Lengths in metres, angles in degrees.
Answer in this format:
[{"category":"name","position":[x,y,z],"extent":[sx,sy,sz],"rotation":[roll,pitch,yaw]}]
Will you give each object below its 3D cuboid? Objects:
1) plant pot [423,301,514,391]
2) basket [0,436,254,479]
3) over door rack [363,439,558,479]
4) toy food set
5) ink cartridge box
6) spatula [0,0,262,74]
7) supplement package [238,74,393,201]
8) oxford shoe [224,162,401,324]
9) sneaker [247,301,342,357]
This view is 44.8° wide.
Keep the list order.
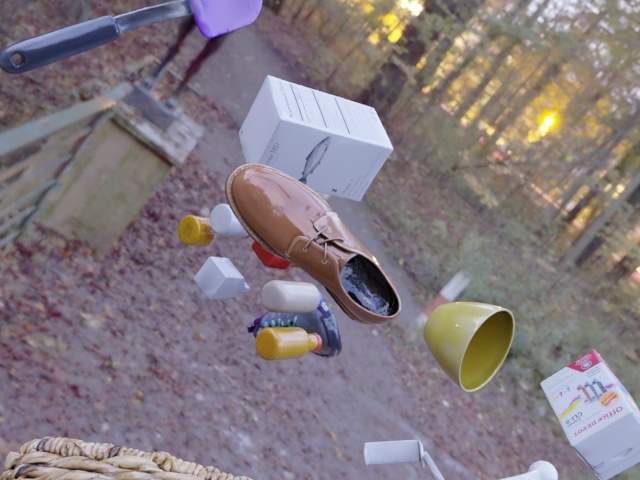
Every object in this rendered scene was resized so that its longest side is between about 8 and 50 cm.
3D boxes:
[{"category":"plant pot","position":[0.211,0.144,1.160],"extent":[0.095,0.134,0.134],"rotation":[28,3,39]},{"category":"basket","position":[-0.123,0.262,0.636],"extent":[0.299,0.213,0.223],"rotation":[17,14,-2]},{"category":"over door rack","position":[0.119,0.286,0.587],"extent":[0.108,0.239,0.324],"rotation":[-1,-7,-10]},{"category":"toy food set","position":[-0.076,0.041,0.998],"extent":[0.232,0.111,0.104],"rotation":[47,20,28]},{"category":"ink cartridge box","position":[0.519,0.325,1.446],"extent":[0.127,0.128,0.176],"rotation":[46,16,-27]},{"category":"spatula","position":[-0.194,-0.233,0.824],"extent":[0.030,0.296,0.084],"rotation":[39,-31,58]},{"category":"supplement package","position":[-0.008,-0.140,1.089],"extent":[0.179,0.105,0.105],"rotation":[11,40,-28]},{"category":"oxford shoe","position":[0.000,0.000,0.739],"extent":[0.212,0.076,0.076],"rotation":[40,-9,-8]},{"category":"sneaker","position":[-0.041,0.137,1.131],"extent":[0.223,0.098,0.083],"rotation":[171,-96,-73]}]
